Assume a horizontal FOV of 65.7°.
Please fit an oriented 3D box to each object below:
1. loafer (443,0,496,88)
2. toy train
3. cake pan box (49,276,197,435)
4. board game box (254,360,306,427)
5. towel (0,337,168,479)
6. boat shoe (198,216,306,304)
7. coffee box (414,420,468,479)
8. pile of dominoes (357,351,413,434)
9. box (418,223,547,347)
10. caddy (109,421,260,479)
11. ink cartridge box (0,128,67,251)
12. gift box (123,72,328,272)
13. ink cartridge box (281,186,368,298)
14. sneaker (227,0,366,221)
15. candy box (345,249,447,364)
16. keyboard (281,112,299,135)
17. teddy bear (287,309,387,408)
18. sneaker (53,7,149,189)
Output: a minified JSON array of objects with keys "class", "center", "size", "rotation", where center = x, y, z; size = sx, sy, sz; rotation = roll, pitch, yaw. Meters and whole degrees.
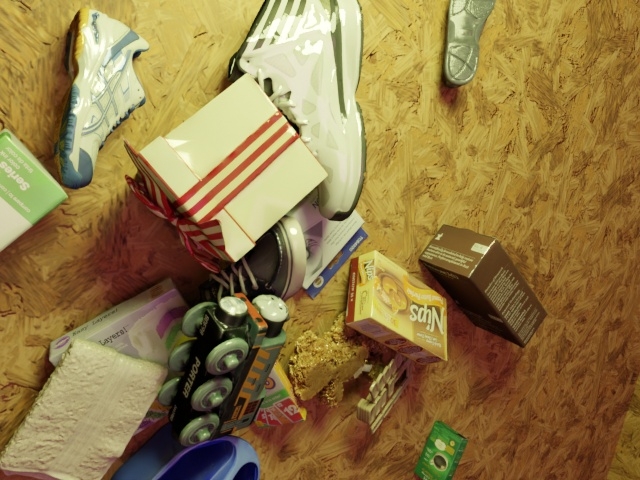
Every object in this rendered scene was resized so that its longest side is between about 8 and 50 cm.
[{"class":"loafer","center":[0.353,-0.528,1.226],"size":[0.109,0.095,0.302],"rotation":[12,93,-4]},{"class":"toy train","center":[-0.174,0.237,0.919],"size":[0.190,0.142,0.333],"rotation":[-2,125,-45]},{"class":"cake pan box","center":[-0.349,0.238,0.979],"size":[0.267,0.070,0.245],"rotation":[-29,116,-12]},{"class":"board game box","center":[-0.137,0.327,1.134],"size":[0.124,0.039,0.259],"rotation":[-15,116,17]},{"class":"towel","center":[-0.431,0.323,0.907],"size":[0.187,0.049,0.282],"rotation":[30,95,-31]},{"class":"boat shoe","center":[-0.142,0.081,0.960],"size":[0.158,0.127,0.340],"rotation":[-10,150,-25]},{"class":"coffee box","center":[0.375,0.674,1.548],"size":[0.041,0.113,0.184],"rotation":[22,90,-38]},{"class":"pile of dominoes","center":[0.180,0.380,1.339],"size":[0.251,0.040,0.195],"rotation":[-38,137,-44]},{"class":"box","center":[0.466,0.132,1.405],"size":[0.143,0.191,0.381],"rotation":[-50,123,-11]},{"class":"caddy","center":[-0.291,0.542,1.051],"size":[0.341,0.179,0.241],"rotation":[-43,122,-15]},{"class":"ink cartridge box","center":[-0.532,-0.030,0.724],"size":[0.278,0.201,0.117],"rotation":[-44,122,-15]},{"class":"gift box","center":[-0.176,-0.115,0.862],"size":[0.258,0.276,0.255],"rotation":[-43,99,-14]},{"class":"ink cartridge box","center":[0.000,0.000,1.162],"size":[0.223,0.045,0.224],"rotation":[-49,123,-12]},{"class":"sneaker","center":[-0.054,-0.255,0.987],"size":[0.258,0.169,0.446],"rotation":[-4,100,-16]},{"class":"candy box","center":[0.203,0.179,1.267],"size":[0.317,0.088,0.182],"rotation":[34,50,-35]},{"class":"keyboard","center":[-0.018,-0.320,1.071],"size":[0.202,0.033,0.316],"rotation":[-18,114,-20]},{"class":"teddy bear","center":[0.050,0.295,1.254],"size":[0.338,0.113,0.244],"rotation":[-19,120,-35]},{"class":"sneaker","center":[-0.352,-0.224,0.817],"size":[0.131,0.112,0.296],"rotation":[11,85,-41]}]
